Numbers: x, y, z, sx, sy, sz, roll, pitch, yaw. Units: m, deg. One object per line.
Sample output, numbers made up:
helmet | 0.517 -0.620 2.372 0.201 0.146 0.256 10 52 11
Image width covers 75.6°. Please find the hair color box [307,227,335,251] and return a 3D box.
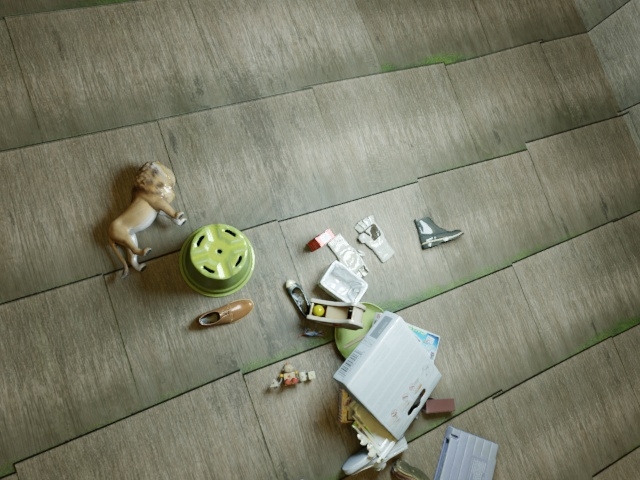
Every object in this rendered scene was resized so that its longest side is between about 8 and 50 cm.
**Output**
hair color box | 0.000 0.000 1.592 0.072 0.141 0.043 -36 91 -18

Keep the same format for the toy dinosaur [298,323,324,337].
toy dinosaur | -0.028 0.354 1.588 0.082 0.047 0.090 35 115 -23

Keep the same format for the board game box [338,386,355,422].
board game box | 0.167 0.616 1.580 0.193 0.045 0.147 6 79 -15

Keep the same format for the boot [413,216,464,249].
boot | 0.510 -0.054 1.779 0.197 0.077 0.137 -16 80 -18

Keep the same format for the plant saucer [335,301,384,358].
plant saucer | 0.167 0.366 1.628 0.241 0.037 0.241 3 80 -16

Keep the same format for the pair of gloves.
pair of gloves | 0.170 0.031 1.685 0.240 0.042 0.204 -31 90 -17

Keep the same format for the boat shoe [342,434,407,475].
boat shoe | 0.209 0.807 1.538 0.267 0.096 0.088 -23 82 -26

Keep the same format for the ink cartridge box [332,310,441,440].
ink cartridge box | 0.259 0.494 1.502 0.308 0.091 0.385 -48 121 -19

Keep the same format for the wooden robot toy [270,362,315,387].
wooden robot toy | -0.106 0.488 1.519 0.173 0.076 0.079 -7 71 -16

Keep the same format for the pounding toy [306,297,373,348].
pounding toy | 0.081 0.306 1.500 0.269 0.154 0.155 8 71 10

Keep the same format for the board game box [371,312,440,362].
board game box | 0.323 0.423 1.622 0.305 0.053 0.193 25 74 -22

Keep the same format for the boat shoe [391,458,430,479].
boat shoe | 0.349 0.906 1.577 0.178 0.064 0.060 33 104 -6

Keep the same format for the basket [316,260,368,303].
basket | 0.080 0.171 1.604 0.167 0.103 0.113 37 73 -6

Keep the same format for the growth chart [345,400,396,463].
growth chart | 0.195 0.669 1.516 0.172 0.021 0.237 -29 83 -28

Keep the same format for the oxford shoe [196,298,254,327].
oxford shoe | -0.338 0.266 1.490 0.212 0.076 0.076 -19 84 -19

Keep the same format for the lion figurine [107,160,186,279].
lion figurine | -0.630 -0.082 1.441 0.240 0.142 0.392 39 77 2

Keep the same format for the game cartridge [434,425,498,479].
game cartridge | 0.559 0.945 1.624 0.230 0.068 0.355 25 75 -14

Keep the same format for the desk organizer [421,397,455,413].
desk organizer | 0.471 0.658 1.655 0.130 0.047 0.050 2 77 -15

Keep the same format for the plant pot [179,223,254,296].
plant pot | -0.354 0.053 1.429 0.276 0.254 0.276 3 80 -14

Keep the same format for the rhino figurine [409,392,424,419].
rhino figurine | 0.312 0.598 1.582 0.243 0.073 0.106 35 68 -27

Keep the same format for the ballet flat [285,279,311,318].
ballet flat | -0.076 0.223 1.580 0.057 0.049 0.173 -33 90 -16
